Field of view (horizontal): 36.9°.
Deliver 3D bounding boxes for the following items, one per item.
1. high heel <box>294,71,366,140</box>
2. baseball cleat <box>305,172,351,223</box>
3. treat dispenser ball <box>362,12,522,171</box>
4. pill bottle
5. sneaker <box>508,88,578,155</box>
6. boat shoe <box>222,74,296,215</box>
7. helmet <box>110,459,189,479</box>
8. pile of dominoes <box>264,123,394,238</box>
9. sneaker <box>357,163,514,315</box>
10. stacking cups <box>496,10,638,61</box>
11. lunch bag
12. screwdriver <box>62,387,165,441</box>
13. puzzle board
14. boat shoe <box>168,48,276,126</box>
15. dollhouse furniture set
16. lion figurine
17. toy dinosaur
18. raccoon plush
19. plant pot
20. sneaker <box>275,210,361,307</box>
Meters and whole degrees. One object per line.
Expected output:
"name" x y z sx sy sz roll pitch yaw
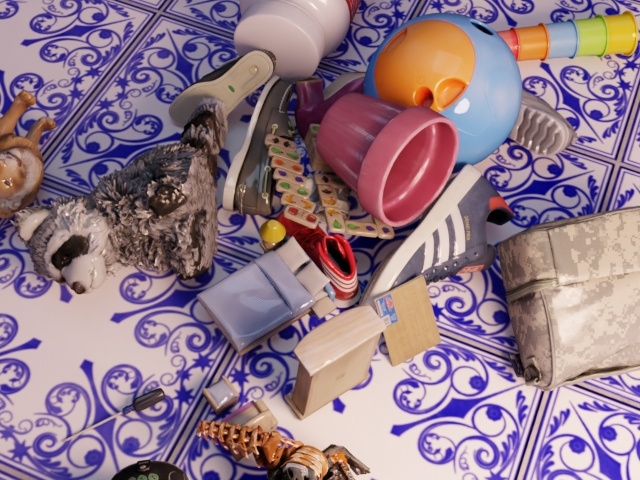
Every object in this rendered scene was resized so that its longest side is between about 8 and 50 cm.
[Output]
"high heel" 0.055 -0.269 1.892 0.244 0.117 0.082 -16 19 -38
"baseball cleat" 0.031 -0.086 1.731 0.206 0.072 0.109 -29 79 -43
"treat dispenser ball" 0.221 -0.268 1.748 0.288 0.288 0.288 2 54 -2
"pill bottle" -0.027 -0.517 1.948 0.229 0.229 0.408 15 54 8
"sneaker" 0.379 -0.249 1.880 0.115 0.105 0.281 -4 41 -49
"boat shoe" -0.095 -0.175 1.776 0.091 0.109 0.305 14 60 6
"helmet" -0.232 0.406 1.322 0.169 0.169 0.161 -7 38 -8
"pile of dominoes" 0.015 -0.109 1.648 0.196 0.040 0.251 5 41 -20
"sneaker" 0.208 0.030 1.637 0.148 0.131 0.350 41 70 0
"stacking cups" 0.491 -0.421 1.999 0.316 0.096 0.096 -5 55 -3
"lunch bag" 0.451 0.094 1.546 0.305 0.212 0.256 -9 79 -10
"screwdriver" -0.319 0.275 1.488 0.170 0.024 0.025 -27 31 -19
"puzzle board" 0.142 0.131 1.566 0.096 0.128 0.011 -25 22 -19
"boat shoe" -0.185 -0.291 1.837 0.233 0.084 0.079 -29 19 16
"dollhouse furniture set" -0.092 0.117 1.485 0.286 0.198 0.303 -30 66 -21
"lion figurine" -0.646 -0.173 1.743 0.392 0.142 0.240 13 61 24
"toy dinosaur" -0.039 0.366 1.353 0.322 0.164 0.218 26 55 10
"raccoon plush" -0.333 -0.072 1.678 0.299 0.216 0.446 -2 32 9
"plant pot" 0.099 -0.151 1.591 0.180 0.201 0.201 35 59 30
"sneaker" 0.000 0.000 1.637 0.087 0.128 0.221 -32 62 -23
